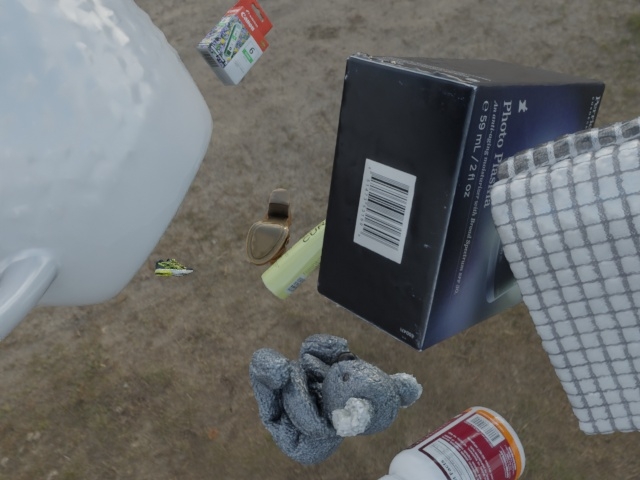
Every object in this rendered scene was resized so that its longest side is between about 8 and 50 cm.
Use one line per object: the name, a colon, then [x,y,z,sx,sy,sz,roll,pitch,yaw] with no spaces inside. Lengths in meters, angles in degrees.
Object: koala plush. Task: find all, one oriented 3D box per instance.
koala plush: [0.035,0.250,0.985,0.221,0.196,0.204,-13,86,40]

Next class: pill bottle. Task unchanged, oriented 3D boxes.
pill bottle: [0.125,0.236,0.631,0.151,0.086,0.086,-20,55,-31]

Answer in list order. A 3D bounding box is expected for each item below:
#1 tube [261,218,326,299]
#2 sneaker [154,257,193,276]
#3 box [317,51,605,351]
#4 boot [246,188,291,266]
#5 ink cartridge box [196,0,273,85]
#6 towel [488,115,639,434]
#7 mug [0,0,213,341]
tube: [0.000,0.000,1.091,0.240,0.062,0.070,-44,43,10]
sneaker: [-0.294,0.053,1.269,0.031,0.083,0.035,-20,72,44]
box: [0.174,-0.065,0.779,0.293,0.297,0.182,-15,31,-42]
boot: [-0.098,0.010,1.281,0.072,0.152,0.197,15,49,7]
ink cartridge box: [-0.101,-0.261,0.808,0.029,0.063,0.115,14,62,45]
towel: [0.303,0.026,0.532,0.234,0.284,0.121,-16,25,34]
mug: [-0.260,-0.070,0.402,0.328,0.276,0.374,31,37,-22]
